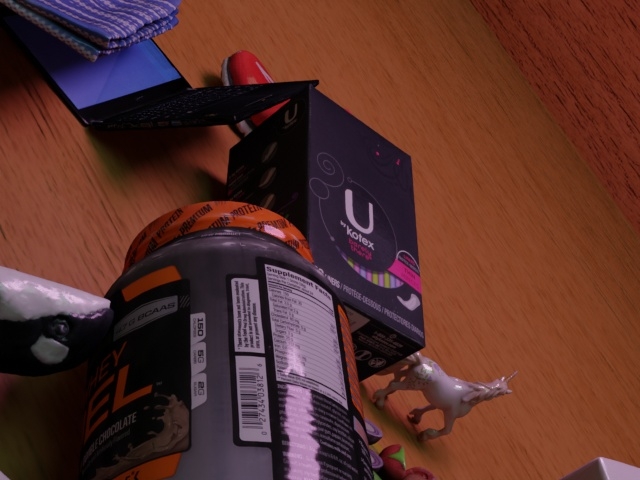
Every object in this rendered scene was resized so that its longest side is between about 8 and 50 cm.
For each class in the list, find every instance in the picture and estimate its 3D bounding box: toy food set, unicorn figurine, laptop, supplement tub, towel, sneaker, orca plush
[{"bbox_3d":[0.067,0.229,0.939,0.218,0.071,0.128,48,28,-4],"label":"toy food set"},{"bbox_3d":[0.134,0.169,1.067,0.161,0.111,0.060,30,33,-33],"label":"unicorn figurine"},{"bbox_3d":[-0.169,-0.207,1.056,0.234,0.264,0.137,-41,127,-62],"label":"laptop"},{"bbox_3d":[-0.069,0.142,0.702,0.207,0.207,0.338,31,33,-32],"label":"supplement tub"},{"bbox_3d":[-0.269,-0.275,0.954,0.243,0.040,0.336,32,17,-7],"label":"towel"},{"bbox_3d":[-0.015,-0.139,1.218,0.279,0.118,0.107,53,27,6],"label":"sneaker"},{"bbox_3d":[-0.284,0.051,0.617,0.287,0.151,0.102,22,74,-34],"label":"orca plush"}]

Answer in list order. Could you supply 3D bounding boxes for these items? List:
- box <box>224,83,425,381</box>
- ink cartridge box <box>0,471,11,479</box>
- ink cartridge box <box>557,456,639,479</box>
[{"bbox_3d":[0.000,0.000,1.010,0.165,0.143,0.270,31,40,-32],"label":"box"},{"bbox_3d":[-0.256,0.156,0.573,0.135,0.056,0.099,45,29,-8],"label":"ink cartridge box"},{"bbox_3d":[0.195,0.306,0.729,0.119,0.353,0.207,23,38,-41],"label":"ink cartridge box"}]
